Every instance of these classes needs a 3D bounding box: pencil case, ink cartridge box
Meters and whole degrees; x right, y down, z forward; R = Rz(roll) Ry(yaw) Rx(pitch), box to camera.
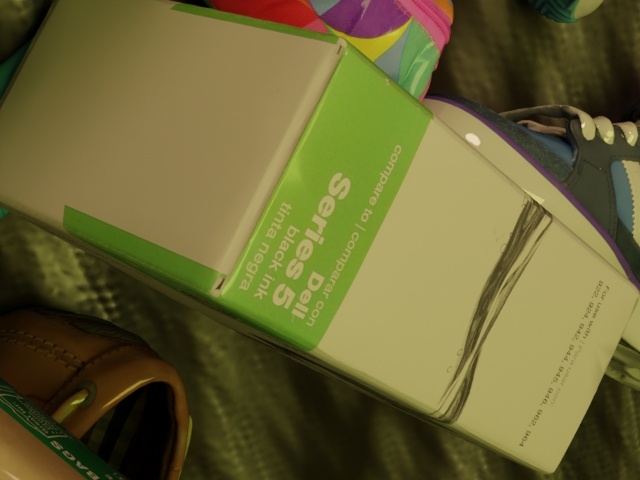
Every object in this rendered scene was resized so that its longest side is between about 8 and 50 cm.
[{"bbox_3d":[-0.026,-0.154,0.625,0.236,0.104,0.104,40,84,-39],"label":"pencil case"},{"bbox_3d":[0.000,0.000,0.613,0.273,0.198,0.114,33,81,-45],"label":"ink cartridge box"}]

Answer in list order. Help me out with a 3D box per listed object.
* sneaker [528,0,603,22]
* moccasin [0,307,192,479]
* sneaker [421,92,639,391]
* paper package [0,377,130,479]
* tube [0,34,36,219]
[{"bbox_3d":[0.179,-0.240,0.740,0.092,0.087,0.228,1,109,-36],"label":"sneaker"},{"bbox_3d":[-0.161,0.226,0.633,0.139,0.147,0.380,28,85,-41],"label":"moccasin"},{"bbox_3d":[0.197,-0.062,0.808,0.323,0.130,0.236,38,73,-31],"label":"sneaker"},{"bbox_3d":[-0.224,0.177,0.486,0.325,0.168,0.309,38,83,5],"label":"paper package"},{"bbox_3d":[-0.148,-0.055,0.621,0.207,0.052,0.080,-42,133,-20],"label":"tube"}]
